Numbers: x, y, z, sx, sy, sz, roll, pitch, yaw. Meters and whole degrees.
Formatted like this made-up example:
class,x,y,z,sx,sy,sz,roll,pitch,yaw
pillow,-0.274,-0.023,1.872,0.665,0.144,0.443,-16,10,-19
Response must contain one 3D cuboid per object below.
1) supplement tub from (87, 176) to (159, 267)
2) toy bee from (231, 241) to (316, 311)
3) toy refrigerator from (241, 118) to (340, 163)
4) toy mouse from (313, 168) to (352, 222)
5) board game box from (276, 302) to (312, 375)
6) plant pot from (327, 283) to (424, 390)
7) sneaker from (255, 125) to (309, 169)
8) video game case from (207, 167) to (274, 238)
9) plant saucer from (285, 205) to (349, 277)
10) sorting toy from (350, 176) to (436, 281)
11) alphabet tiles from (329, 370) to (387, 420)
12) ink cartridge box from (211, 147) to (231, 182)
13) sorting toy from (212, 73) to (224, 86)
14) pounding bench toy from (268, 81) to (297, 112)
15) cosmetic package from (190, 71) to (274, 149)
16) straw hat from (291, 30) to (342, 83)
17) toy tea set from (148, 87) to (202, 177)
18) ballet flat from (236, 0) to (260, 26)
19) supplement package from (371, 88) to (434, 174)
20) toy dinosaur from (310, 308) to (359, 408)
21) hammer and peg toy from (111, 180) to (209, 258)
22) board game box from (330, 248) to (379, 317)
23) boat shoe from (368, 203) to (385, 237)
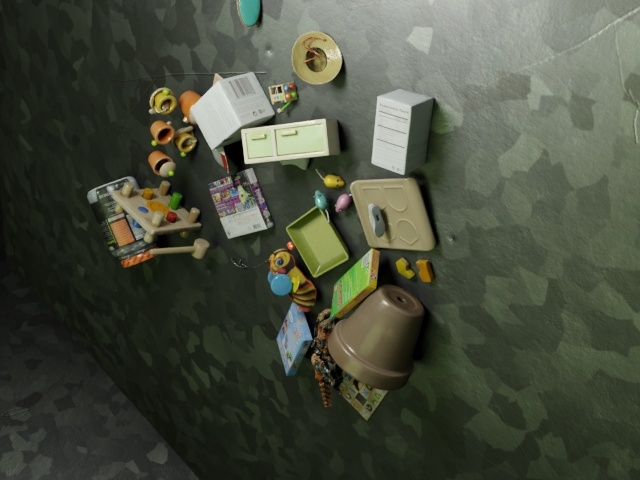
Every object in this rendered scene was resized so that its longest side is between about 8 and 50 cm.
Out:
class,x,y,z,sx,sy,sz,roll,pitch,yaw
supplement tub,-0.793,-0.074,2.579,0.207,0.207,0.338,-12,102,46
toy bee,-0.108,0.097,2.032,0.162,0.298,0.195,-51,41,7
toy refrigerator,-0.088,-0.281,1.804,0.269,0.094,0.102,-2,98,25
toy mouse,0.032,-0.119,1.855,0.160,0.031,0.143,20,103,20
board game box,-0.094,0.343,2.192,0.212,0.039,0.160,113,148,-41
plant pot,0.183,0.259,1.808,0.263,0.263,0.229,38,115,24
sneaker,-0.125,-0.277,1.931,0.212,0.080,0.094,30,143,26
video game case,-0.278,-0.123,2.177,0.232,0.041,0.210,-13,101,47
plant saucer,0.000,0.000,1.971,0.188,0.045,0.188,-32,87,48
sorting toy,0.217,-0.032,1.757,0.229,0.041,0.307,1,117,47
alphabet tiles,0.109,0.474,2.138,0.237,0.009,0.198,42,134,20
ink cartridge box,-0.334,-0.277,2.071,0.145,0.045,0.179,108,150,-77
sorting toy,-0.319,-0.494,2.048,0.083,0.012,0.062,43,130,25
pounding bench toy,-0.103,-0.417,1.850,0.065,0.052,0.083,4,113,42
cosmetic package,-0.273,-0.399,1.950,0.183,0.151,0.152,-26,92,48
straw hat,-0.012,-0.486,1.714,0.145,0.144,0.061,61,176,1
toy tea set,-0.475,-0.355,2.135,0.124,0.200,0.336,45,135,29
ballet flat,-0.212,-0.720,1.802,0.067,0.073,0.206,-134,40,-57
supplement package,0.205,-0.275,1.587,0.105,0.105,0.179,25,126,33
toy dinosaur,0.045,0.394,2.079,0.218,0.164,0.322,24,135,51
hammer and peg toy,-0.572,-0.080,2.326,0.361,0.266,0.127,41,115,23
board game box,0.099,0.136,1.881,0.039,0.124,0.259,21,145,-18
boat shoe,0.152,-0.057,1.750,0.035,0.035,0.100,44,155,61
